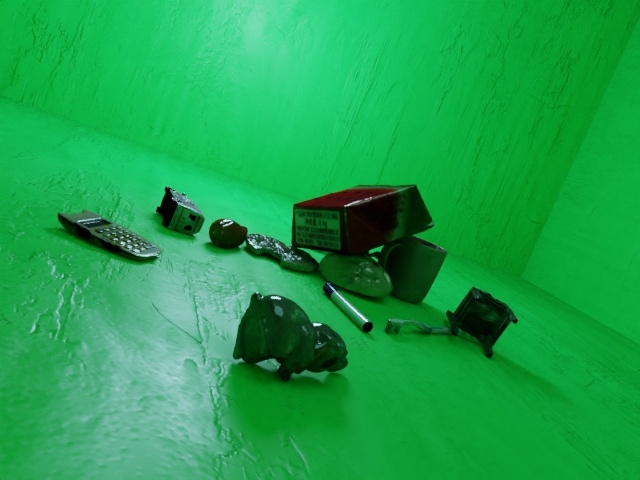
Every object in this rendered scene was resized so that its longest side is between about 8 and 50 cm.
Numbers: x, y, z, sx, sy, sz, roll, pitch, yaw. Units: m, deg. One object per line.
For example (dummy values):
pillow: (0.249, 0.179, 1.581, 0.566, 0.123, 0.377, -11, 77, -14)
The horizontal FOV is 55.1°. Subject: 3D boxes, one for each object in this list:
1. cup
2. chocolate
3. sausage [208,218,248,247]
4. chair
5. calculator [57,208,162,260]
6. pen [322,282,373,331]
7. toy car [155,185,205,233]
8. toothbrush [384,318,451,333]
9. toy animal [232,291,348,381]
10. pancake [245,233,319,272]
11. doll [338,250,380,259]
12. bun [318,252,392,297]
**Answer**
cup: (0.281, 0.087, 2.058, 0.253, 0.200, 0.191, 14, 12, -45)
chocolate: (0.122, -0.076, 2.006, 0.341, 0.161, 0.360, -18, 13, -31)
sausage: (-0.274, -0.020, 1.825, 0.089, 0.089, 0.179, 24, 6, 18)
chair: (0.475, 0.224, 1.832, 0.136, 0.147, 0.270, 32, 11, 4)
calculator: (-0.479, -0.008, 1.419, 0.237, 0.033, 0.157, 25, 9, 6)
pen: (0.069, 0.173, 1.611, 0.033, 0.033, 0.269, 17, 10, -27)
toy car: (-0.422, -0.090, 1.845, 0.108, 0.089, 0.210, 17, 12, -28)
toothbrush: (0.293, 0.240, 1.708, 0.040, 0.040, 0.386, 29, 11, 38)
toy animal: (-0.021, 0.180, 1.087, 0.251, 0.127, 0.125, 19, 6, -37)
pancake: (-0.121, 0.041, 1.937, 0.254, 0.037, 0.253, 22, 9, -4)
doll: (0.114, 0.072, 2.074, 0.179, 0.088, 0.102, 1, 33, 33)
bun: (0.115, 0.094, 1.911, 0.237, 0.116, 0.210, 22, 8, 0)
